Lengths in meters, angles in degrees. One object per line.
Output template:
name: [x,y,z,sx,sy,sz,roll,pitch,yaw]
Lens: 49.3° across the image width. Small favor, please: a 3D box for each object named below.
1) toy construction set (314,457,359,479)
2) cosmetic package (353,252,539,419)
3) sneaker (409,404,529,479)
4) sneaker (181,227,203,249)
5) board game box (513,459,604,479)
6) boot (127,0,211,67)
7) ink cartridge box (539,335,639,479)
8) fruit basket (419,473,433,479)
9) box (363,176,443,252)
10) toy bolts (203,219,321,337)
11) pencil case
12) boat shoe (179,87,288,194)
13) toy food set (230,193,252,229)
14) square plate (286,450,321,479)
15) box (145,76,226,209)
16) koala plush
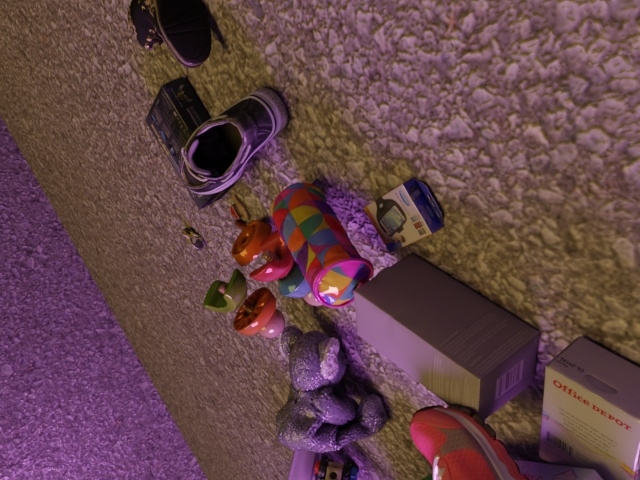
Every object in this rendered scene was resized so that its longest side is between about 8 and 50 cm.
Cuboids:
toy construction set: [0.036,0.612,1.577,0.151,0.215,0.327,13,161,-4]
cosmetic package: [0.168,0.129,0.974,0.238,0.127,0.107,34,143,43]
sneaker: [0.182,0.315,0.830,0.314,0.136,0.116,41,149,50]
sneaker: [-0.317,0.000,1.761,0.083,0.031,0.035,44,163,35]
board game box: [0.359,0.435,0.935,0.318,0.066,0.318,49,161,1]
boot: [-0.275,-0.384,1.249,0.236,0.085,0.178,63,155,7]
ink cartridge box: [0.339,0.221,0.836,0.127,0.072,0.175,32,143,42]
fruit basket: [0.152,0.626,1.236,0.283,0.392,0.392,34,144,40]
box: [0.119,-0.036,0.997,0.081,0.028,0.136,59,154,0]
toy bolts: [-0.079,0.069,1.341,0.158,0.218,0.228,37,142,-23]
pencil case: [0.000,0.000,1.084,0.236,0.104,0.104,-118,17,-49]
boat shoe: [-0.189,-0.161,1.226,0.121,0.119,0.335,55,143,-1]
toy food set: [-0.161,-0.032,1.474,0.122,0.019,0.078,54,152,9]
square plate: [-0.045,0.621,1.678,0.049,0.344,0.347,8,135,8]
box: [-0.266,-0.195,1.444,0.232,0.059,0.183,59,152,0]
koala plush: [-0.005,0.278,1.365,0.196,0.203,0.221,15,118,53]
